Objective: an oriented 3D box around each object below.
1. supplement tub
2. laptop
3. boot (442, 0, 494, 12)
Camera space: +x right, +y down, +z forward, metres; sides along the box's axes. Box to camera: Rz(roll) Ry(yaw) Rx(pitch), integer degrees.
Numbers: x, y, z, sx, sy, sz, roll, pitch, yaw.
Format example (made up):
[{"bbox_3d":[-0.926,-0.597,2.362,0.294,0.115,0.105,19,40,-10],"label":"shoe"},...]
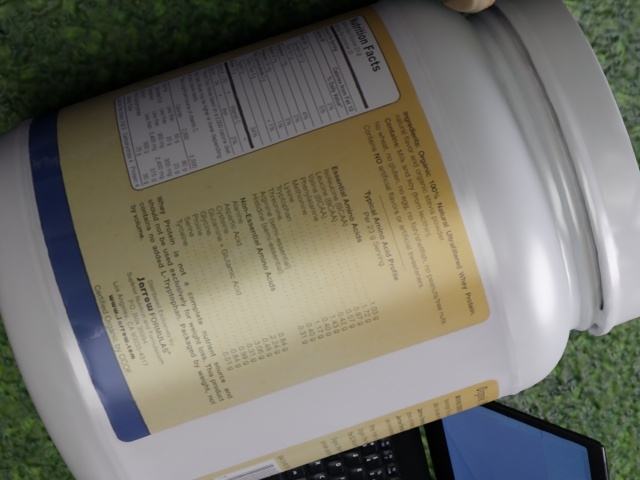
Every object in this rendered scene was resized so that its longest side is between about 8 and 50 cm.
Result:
[{"bbox_3d":[0.000,0.000,0.728,0.316,0.228,0.228,-18,120,0],"label":"supplement tub"},{"bbox_3d":[0.060,0.225,0.914,0.264,0.136,0.234,-15,119,-2],"label":"laptop"},{"bbox_3d":[0.108,-0.257,0.644,0.207,0.090,0.248,-25,108,-21],"label":"boot"}]
